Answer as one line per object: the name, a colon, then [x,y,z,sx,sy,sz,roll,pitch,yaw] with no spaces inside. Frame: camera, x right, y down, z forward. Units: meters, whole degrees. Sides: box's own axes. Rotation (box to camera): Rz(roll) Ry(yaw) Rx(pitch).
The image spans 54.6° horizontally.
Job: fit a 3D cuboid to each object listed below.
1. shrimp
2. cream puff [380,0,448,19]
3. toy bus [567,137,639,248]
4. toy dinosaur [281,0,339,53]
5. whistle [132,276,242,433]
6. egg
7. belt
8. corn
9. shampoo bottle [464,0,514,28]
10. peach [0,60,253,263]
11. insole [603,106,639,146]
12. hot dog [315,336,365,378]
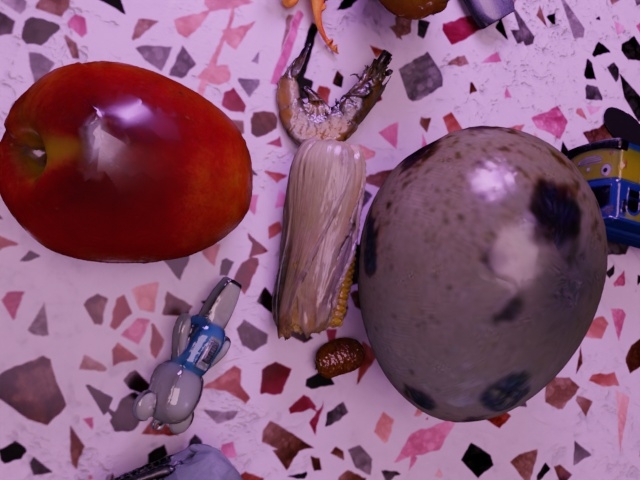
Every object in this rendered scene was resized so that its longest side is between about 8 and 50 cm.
shrimp: [0.020,-0.245,0.990,0.150,0.051,0.217,43,81,-9]
cream puff: [0.146,-0.453,0.938,0.154,0.269,0.241,-3,129,6]
toy bus: [0.600,-0.075,1.146,0.287,0.138,0.175,12,83,-19]
toy dinosaur: [-0.034,-0.434,0.970,0.288,0.070,0.117,46,74,-18]
whistle: [-0.184,0.161,0.895,0.114,0.077,0.236,42,67,-44]
egg: [0.223,0.050,0.898,0.344,0.345,0.428,12,86,-19]
belt: [-0.213,0.379,0.806,0.257,0.207,0.150,-17,97,-12]
corn: [-0.004,-0.001,0.932,0.123,0.122,0.305,7,88,3]
shampoo bottle: [0.260,-0.491,1.082,0.087,0.049,0.234,-32,99,-20]
peach: [-0.240,-0.100,0.837,0.338,0.281,0.281,-2,89,-54]
insole: [0.627,-0.202,1.229,0.188,0.004,0.064,34,78,-16]
hot dog: [0.029,0.188,0.987,0.083,0.035,0.058,-14,94,-20]
